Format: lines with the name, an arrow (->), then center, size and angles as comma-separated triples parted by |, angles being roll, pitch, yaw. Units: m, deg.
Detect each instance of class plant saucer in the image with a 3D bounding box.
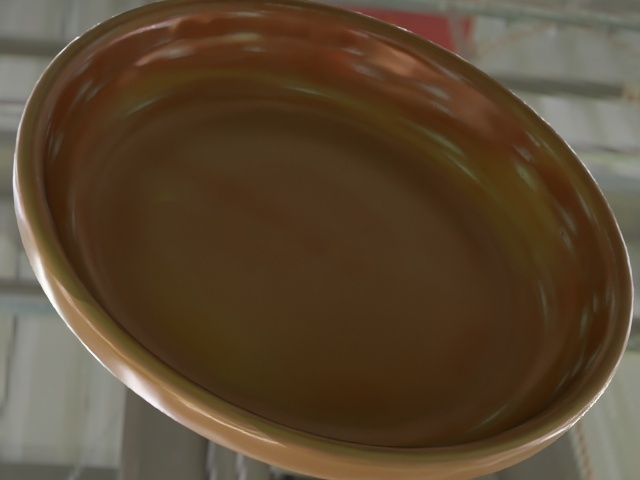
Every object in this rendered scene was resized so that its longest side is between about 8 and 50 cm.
plant saucer -> 0.000, 0.000, 0.621 | 0.200, 0.037, 0.200 | 12, -136, -12
